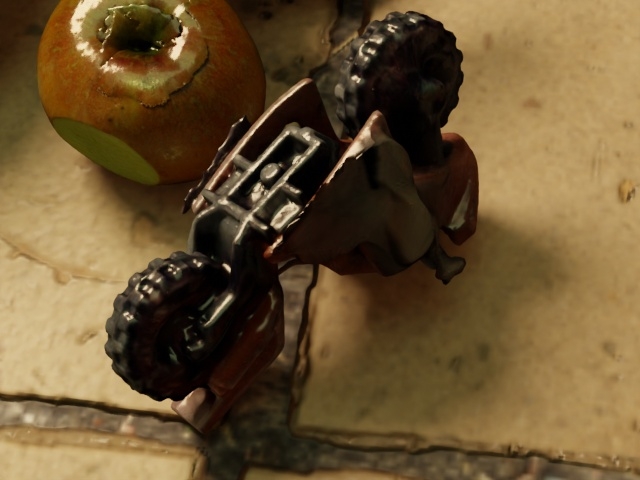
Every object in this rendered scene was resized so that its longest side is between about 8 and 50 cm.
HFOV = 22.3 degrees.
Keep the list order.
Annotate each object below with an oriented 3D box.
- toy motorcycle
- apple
[{"bbox_3d":[0.000,0.000,0.727,0.212,0.118,0.084,-47,46,-12],"label":"toy motorcycle"},{"bbox_3d":[-0.079,-0.080,0.792,0.114,0.102,0.099,22,72,10],"label":"apple"}]
